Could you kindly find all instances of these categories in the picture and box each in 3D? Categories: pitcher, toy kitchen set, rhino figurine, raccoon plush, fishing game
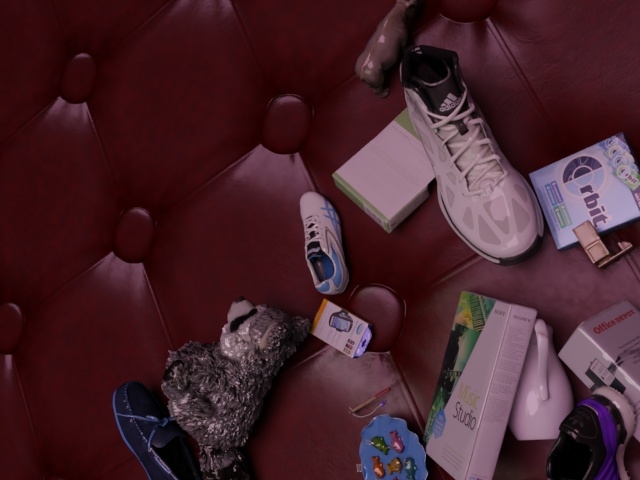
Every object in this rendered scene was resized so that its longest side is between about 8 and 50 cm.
[{"bbox_3d":[0.380,0.244,1.506,0.126,0.178,0.207,-4,78,6],"label":"pitcher"},{"bbox_3d":[0.506,0.000,1.524,0.068,0.083,0.075,-36,64,21],"label":"toy kitchen set"},{"bbox_3d":[0.150,-0.425,1.788,0.073,0.106,0.243,32,99,30],"label":"rhino figurine"},{"bbox_3d":[-0.125,0.341,1.818,0.299,0.216,0.446,-18,103,20],"label":"raccoon plush"},{"bbox_3d":[0.131,0.431,1.671,0.189,0.041,0.264,-40,63,44],"label":"fishing game"}]

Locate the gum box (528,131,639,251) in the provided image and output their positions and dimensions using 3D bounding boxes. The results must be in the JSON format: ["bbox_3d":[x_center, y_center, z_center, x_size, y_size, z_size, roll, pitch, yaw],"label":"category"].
[{"bbox_3d":[0.496,-0.087,1.568,0.184,0.041,0.157,-26,70,26],"label":"gum box"}]

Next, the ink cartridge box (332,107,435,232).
[{"bbox_3d":[0.165,-0.152,1.769,0.235,0.056,0.171,-42,62,-9],"label":"ink cartridge box"}]

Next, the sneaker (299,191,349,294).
[{"bbox_3d":[0.000,0.000,1.822,0.085,0.086,0.237,-25,69,27],"label":"sneaker"}]

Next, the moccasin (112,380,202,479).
[{"bbox_3d":[-0.342,0.456,1.933,0.117,0.138,0.342,-41,77,34],"label":"moccasin"}]

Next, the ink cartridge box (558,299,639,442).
[{"bbox_3d":[0.526,0.216,1.429,0.208,0.153,0.087,51,139,27],"label":"ink cartridge box"}]

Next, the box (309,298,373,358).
[{"bbox_3d":[0.048,0.187,1.797,0.136,0.028,0.081,28,97,28],"label":"box"}]

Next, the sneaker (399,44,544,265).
[{"bbox_3d":[0.248,-0.171,1.571,0.169,0.257,0.447,-29,62,11],"label":"sneaker"}]

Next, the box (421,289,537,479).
[{"bbox_3d":[0.278,0.258,1.549,0.058,0.232,0.322,16,89,-12],"label":"box"}]

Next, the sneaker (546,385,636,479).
[{"bbox_3d":[0.429,0.383,1.407,0.102,0.146,0.293,28,137,49],"label":"sneaker"}]
